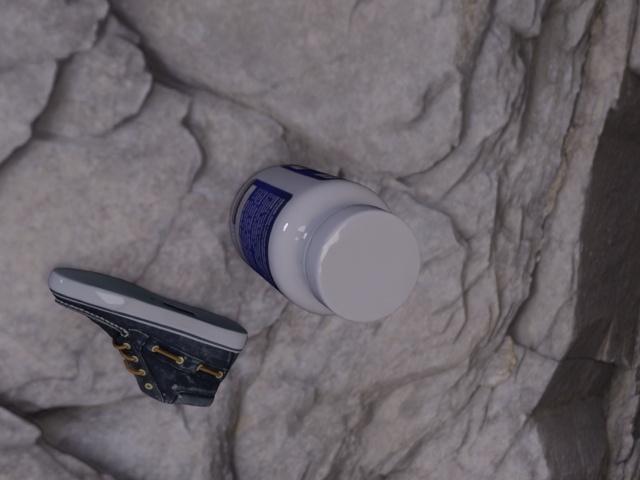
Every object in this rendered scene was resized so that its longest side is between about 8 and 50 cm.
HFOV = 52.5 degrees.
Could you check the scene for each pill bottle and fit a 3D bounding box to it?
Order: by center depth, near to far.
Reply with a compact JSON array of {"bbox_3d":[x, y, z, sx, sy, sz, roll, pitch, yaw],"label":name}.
[{"bbox_3d":[0.000,0.000,0.545,0.112,0.186,0.112,-5,104,-22],"label":"pill bottle"}]

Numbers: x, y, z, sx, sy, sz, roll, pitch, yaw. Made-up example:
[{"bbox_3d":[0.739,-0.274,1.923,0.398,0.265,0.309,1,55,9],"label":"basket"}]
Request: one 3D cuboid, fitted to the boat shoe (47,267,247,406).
[{"bbox_3d":[-0.156,0.089,0.566,0.183,0.065,0.083,25,90,-27],"label":"boat shoe"}]
